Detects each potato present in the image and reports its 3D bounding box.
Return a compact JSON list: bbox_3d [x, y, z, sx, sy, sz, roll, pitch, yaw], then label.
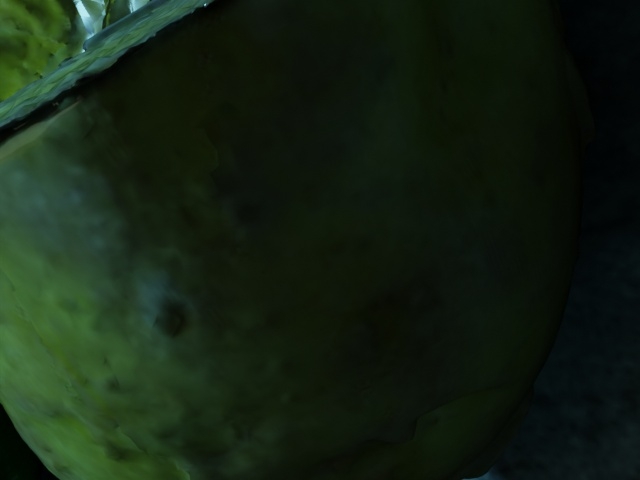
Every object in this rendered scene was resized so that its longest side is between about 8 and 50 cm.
[{"bbox_3d":[0.000,0.000,0.565,0.288,0.301,0.237,-22,106,35],"label":"potato"}]

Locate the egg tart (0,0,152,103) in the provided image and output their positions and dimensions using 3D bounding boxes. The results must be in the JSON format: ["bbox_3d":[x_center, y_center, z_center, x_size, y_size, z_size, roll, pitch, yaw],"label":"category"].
[{"bbox_3d":[-0.191,-0.129,0.803,0.352,0.150,0.352,-2,88,55],"label":"egg tart"}]

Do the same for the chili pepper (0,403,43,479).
[{"bbox_3d":[-0.289,0.120,1.047,0.385,0.167,0.213,101,157,-53],"label":"chili pepper"}]
